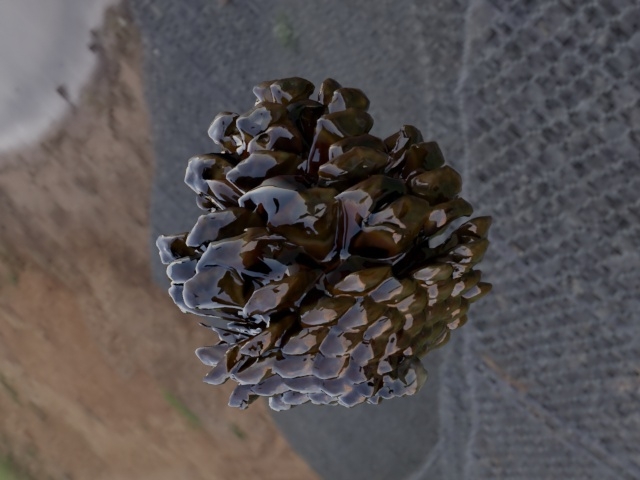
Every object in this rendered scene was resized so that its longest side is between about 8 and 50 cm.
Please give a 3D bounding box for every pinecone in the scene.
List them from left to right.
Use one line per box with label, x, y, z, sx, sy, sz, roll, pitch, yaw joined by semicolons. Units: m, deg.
pinecone;0.000;0.000;0.623;0.173;0.173;0.173;37;160;16
